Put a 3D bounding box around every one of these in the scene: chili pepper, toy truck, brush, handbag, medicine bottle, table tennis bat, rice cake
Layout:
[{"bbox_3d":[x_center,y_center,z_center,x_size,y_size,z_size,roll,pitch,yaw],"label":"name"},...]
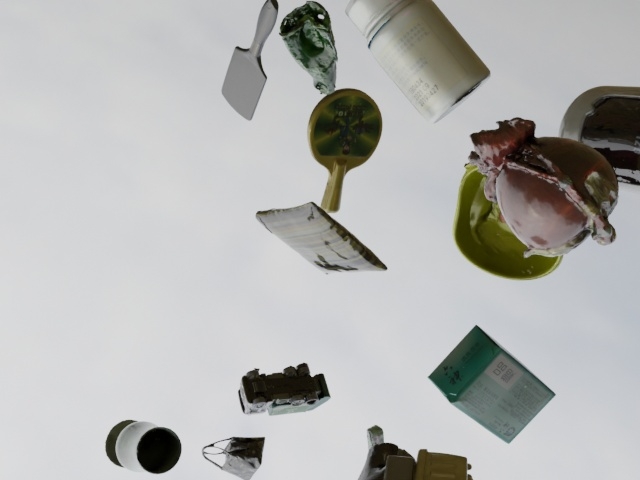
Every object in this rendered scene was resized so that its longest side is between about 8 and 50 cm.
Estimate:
[{"bbox_3d":[-0.015,-0.395,1.568,0.108,0.216,0.062,-7,-136,12],"label":"chili pepper"},{"bbox_3d":[0.191,0.502,1.225,0.254,0.405,0.180,1,-137,16],"label":"toy truck"},{"bbox_3d":[-0.084,-0.231,0.947,0.063,0.193,0.016,46,-125,10],"label":"brush"},{"bbox_3d":[-0.208,0.499,1.734,0.139,0.115,0.072,14,-133,-18],"label":"handbag"},{"bbox_3d":[0.169,-0.344,1.320,0.258,0.143,0.143,52,-149,1],"label":"medicine bottle"},{"bbox_3d":[-0.098,0.415,2.046,0.253,0.124,0.114,-2,-129,-24],"label":"toy truck"},{"bbox_3d":[0.050,-0.220,1.863,0.198,0.320,0.050,2,-159,-25],"label":"table tennis bat"},{"bbox_3d":[0.126,0.490,1.633,0.033,0.207,0.033,-18,-153,-20],"label":"rice cake"}]

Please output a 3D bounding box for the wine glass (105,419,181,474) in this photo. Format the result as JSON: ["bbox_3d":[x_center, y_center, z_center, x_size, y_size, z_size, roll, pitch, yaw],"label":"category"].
[{"bbox_3d":[-0.356,0.414,1.501,0.103,0.231,0.103,6,-104,-27],"label":"wine glass"}]

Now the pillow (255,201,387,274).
[{"bbox_3d":[0.000,0.000,1.439,0.212,0.208,0.052,41,-116,-25],"label":"pillow"}]

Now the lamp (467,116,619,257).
[{"bbox_3d":[0.305,-0.074,1.000,0.215,0.151,0.223,56,-171,-73],"label":"lamp"}]

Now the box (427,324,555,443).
[{"bbox_3d":[0.355,0.301,1.543,0.245,0.153,0.092,39,-175,-37],"label":"box"}]

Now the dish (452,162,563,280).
[{"bbox_3d":[0.381,-0.058,1.475,0.221,0.262,0.108,10,-146,27],"label":"dish"}]

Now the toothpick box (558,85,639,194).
[{"bbox_3d":[0.620,-0.199,1.472,0.229,0.229,0.316,7,-171,-30],"label":"toothpick box"}]
